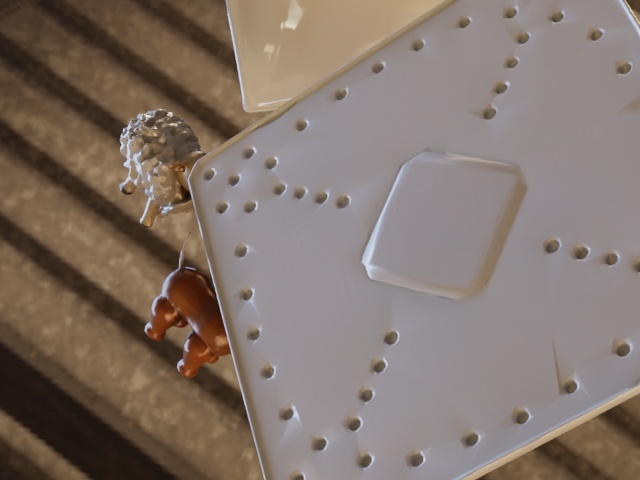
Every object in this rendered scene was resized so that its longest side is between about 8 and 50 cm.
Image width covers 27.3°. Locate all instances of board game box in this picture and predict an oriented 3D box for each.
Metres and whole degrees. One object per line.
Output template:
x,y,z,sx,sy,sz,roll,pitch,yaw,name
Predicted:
0.101,-0.004,0.996,0.050,0.390,0.390,41,-156,-48,board game box

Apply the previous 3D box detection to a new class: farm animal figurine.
0.000,0.000,1.234,0.330,0.172,0.327,6,-135,-33,farm animal figurine

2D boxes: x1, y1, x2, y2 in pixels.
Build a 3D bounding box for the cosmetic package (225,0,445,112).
0.049,-0.400,1.554,0.327,0.394,0.329,-7,-157,6,cosmetic package
